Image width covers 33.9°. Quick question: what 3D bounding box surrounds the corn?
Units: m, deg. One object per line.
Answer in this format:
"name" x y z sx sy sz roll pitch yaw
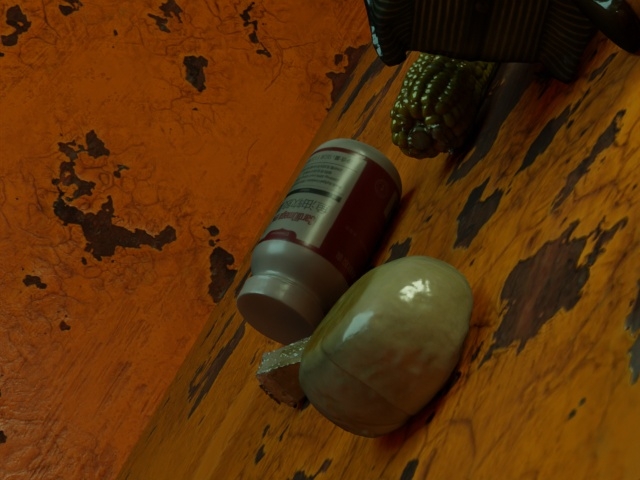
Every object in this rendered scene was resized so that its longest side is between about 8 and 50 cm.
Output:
"corn" 0.166 -0.210 1.272 0.102 0.102 0.313 -48 8 48

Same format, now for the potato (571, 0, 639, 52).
"potato" 0.253 -0.208 0.817 0.103 0.066 0.096 -46 33 11

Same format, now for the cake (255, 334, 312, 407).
"cake" -0.013 0.125 1.143 0.121 0.065 0.052 -45 14 27

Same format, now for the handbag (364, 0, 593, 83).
"handbag" 0.162 -0.295 1.006 0.341 0.247 0.240 -72 -15 -65

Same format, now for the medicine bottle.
"medicine bottle" 0.000 0.000 1.289 0.250 0.131 0.131 -60 8 -31

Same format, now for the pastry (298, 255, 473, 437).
"pastry" 0.051 0.076 0.807 0.156 0.092 0.156 -48 8 8
